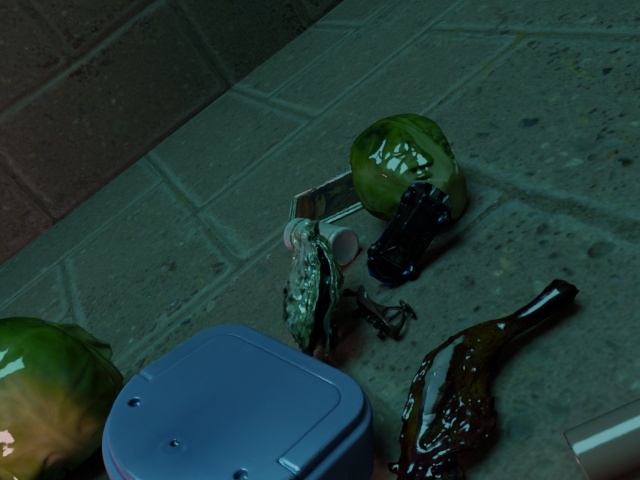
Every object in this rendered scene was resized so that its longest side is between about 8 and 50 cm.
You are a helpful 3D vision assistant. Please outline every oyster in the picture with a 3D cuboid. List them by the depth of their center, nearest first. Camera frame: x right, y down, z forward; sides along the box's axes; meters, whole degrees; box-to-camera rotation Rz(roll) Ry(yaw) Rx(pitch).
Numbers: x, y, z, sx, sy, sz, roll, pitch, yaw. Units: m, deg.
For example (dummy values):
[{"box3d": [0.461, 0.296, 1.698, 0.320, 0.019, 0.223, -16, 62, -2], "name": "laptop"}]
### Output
[{"box3d": [-0.015, 0.099, 1.230, 0.112, 0.198, 0.267, 2, 33, -5], "name": "oyster"}]

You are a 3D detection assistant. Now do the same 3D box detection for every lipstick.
[{"box3d": [0.418, 0.203, 0.751, 0.255, 0.070, 0.070, -29, 30, 12], "name": "lipstick"}]

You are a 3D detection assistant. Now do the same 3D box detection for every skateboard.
[{"box3d": [0.112, 0.129, 1.200, 0.080, 0.067, 0.151, -31, 33, -13], "name": "skateboard"}]

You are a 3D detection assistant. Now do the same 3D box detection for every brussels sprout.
[{"box3d": [-0.644, 0.331, 1.358, 0.425, 0.361, 0.342, -32, 23, 16], "name": "brussels sprout"}, {"box3d": [0.183, -0.141, 1.365, 0.219, 0.210, 0.271, -31, 45, -26], "name": "brussels sprout"}]

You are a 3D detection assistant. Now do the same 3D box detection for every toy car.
[{"box3d": [0.169, -0.012, 1.254, 0.216, 0.103, 0.063, -58, 3, 15], "name": "toy car"}]

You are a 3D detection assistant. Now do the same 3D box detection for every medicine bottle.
[{"box3d": [0.000, 0.000, 1.466, 0.086, 0.086, 0.183, -47, 31, -20], "name": "medicine bottle"}]

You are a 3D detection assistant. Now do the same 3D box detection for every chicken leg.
[{"box3d": [0.226, 0.191, 0.950, 0.407, 0.095, 0.158, -45, 35, -21], "name": "chicken leg"}]

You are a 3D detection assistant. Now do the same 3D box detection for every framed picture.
[{"box3d": [0.029, -0.109, 1.666, 0.274, 0.016, 0.216, -25, 31, 18], "name": "framed picture"}]

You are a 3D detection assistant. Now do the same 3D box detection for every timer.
[{"box3d": [-0.141, 0.313, 0.960, 0.395, 0.173, 0.395, -3, 30, 2], "name": "timer"}]
